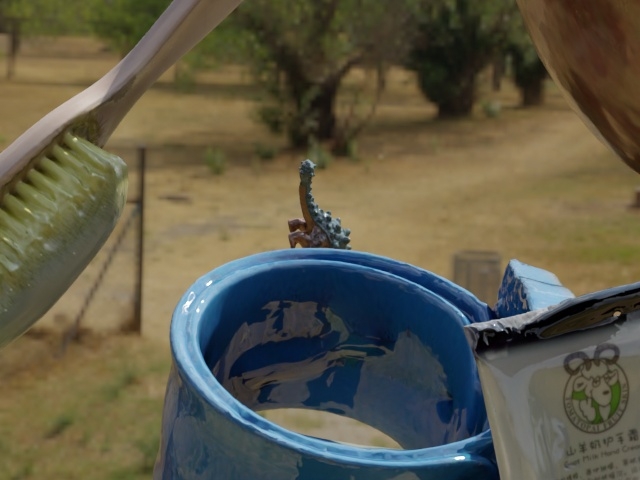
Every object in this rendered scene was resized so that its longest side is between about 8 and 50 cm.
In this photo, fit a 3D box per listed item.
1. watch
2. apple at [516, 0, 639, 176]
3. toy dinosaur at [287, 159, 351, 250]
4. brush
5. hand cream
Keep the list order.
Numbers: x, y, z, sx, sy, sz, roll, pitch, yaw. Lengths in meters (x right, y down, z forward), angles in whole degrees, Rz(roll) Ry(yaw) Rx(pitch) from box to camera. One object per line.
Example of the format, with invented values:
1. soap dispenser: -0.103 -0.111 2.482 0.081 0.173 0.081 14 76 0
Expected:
1. watch: 0.030 0.143 0.890 0.275 0.241 0.305 10 27 -2
2. apple: 0.217 -0.122 0.490 0.345 0.269 0.345 26 -21 11
3. toy dinosaur: 0.000 0.000 1.276 0.055 0.154 0.049 -10 24 7
4. brush: -0.104 -0.050 0.729 0.067 0.313 0.072 36 -23 9
5. hand cream: 0.151 0.192 0.719 0.121 0.336 0.076 -10 4 -23
